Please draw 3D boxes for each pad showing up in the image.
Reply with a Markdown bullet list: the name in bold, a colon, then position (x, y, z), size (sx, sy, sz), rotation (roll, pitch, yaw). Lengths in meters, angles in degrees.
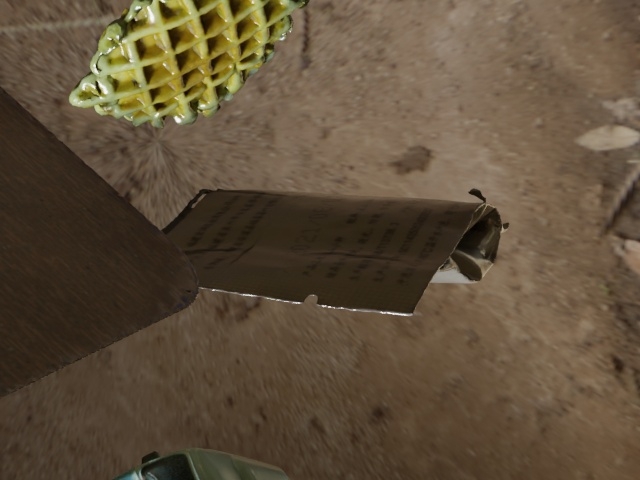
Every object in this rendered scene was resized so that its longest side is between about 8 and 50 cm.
- **pad**: position (-0.172, -0.048, 0.545), size (0.266, 0.176, 0.002), rotation (41, 116, 12)

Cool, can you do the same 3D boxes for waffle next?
- **waffle**: position (-0.124, -0.190, 1.495), size (0.208, 0.214, 0.054), rotation (-51, 59, 27)

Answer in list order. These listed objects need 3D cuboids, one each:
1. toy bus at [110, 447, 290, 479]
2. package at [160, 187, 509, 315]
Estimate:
- **toy bus**: position (-0.115, 0.285, 1.510), size (0.165, 0.271, 0.133), rotation (-32, 69, 10)
- **package**: position (0.000, 0.000, 1.004), size (0.204, 0.251, 0.062), rotation (1, 99, 19)
